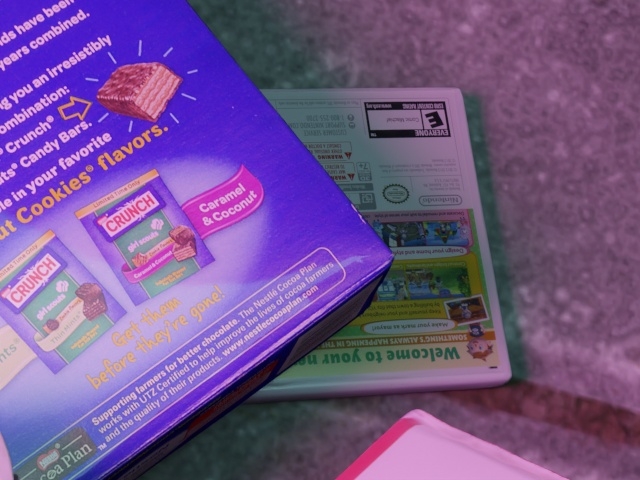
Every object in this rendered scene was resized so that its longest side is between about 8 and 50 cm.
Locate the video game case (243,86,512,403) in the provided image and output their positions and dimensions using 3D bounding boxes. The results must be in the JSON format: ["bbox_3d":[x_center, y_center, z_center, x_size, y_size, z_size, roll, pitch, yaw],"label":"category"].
[{"bbox_3d":[0.000,0.000,1.140,0.212,0.023,0.193,-2,71,-19],"label":"video game case"}]

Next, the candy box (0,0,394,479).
[{"bbox_3d":[-0.164,-0.024,1.028,0.268,0.122,0.317,-35,81,-19],"label":"candy box"}]

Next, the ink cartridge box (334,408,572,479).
[{"bbox_3d":[0.061,0.318,0.848,0.279,0.160,0.384,-42,127,-25],"label":"ink cartridge box"}]

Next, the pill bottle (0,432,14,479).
[{"bbox_3d":[-0.240,0.142,0.889,0.121,0.221,0.121,21,54,-31],"label":"pill bottle"}]
